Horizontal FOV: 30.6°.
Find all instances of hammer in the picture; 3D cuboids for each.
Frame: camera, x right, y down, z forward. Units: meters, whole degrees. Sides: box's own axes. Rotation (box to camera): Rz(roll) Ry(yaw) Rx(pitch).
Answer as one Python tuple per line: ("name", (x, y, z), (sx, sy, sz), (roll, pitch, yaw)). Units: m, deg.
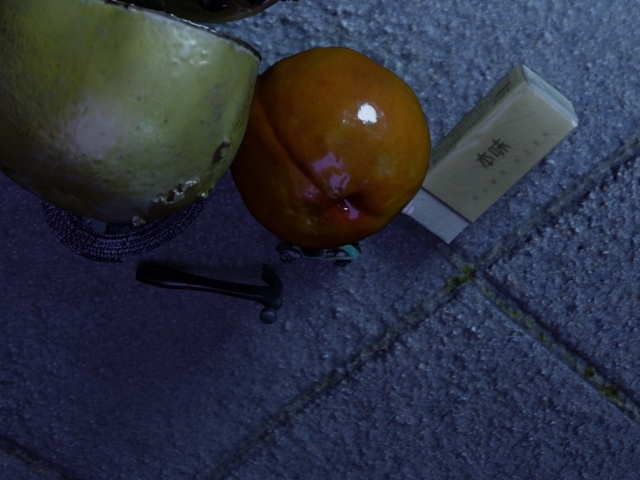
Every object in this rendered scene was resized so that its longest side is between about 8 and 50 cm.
("hammer", (-0.212, 0.082, 2.244), (0.289, 0.137, 0.037), (11, 126, 5))

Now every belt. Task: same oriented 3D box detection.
("belt", (-0.344, -0.103, 2.086), (0.324, 0.122, 0.260), (-32, 126, 17))

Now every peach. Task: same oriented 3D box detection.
("peach", (0.018, -0.150, 1.962), (0.342, 0.302, 0.343), (-1, 126, -2))

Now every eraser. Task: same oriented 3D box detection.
("eraser", (0.295, -0.152, 2.118), (0.144, 0.078, 0.343), (32, 118, -23))

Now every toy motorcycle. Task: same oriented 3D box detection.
("toy motorcycle", (0.000, 0.000, 2.222), (0.173, 0.058, 0.100), (-1, 119, -5))

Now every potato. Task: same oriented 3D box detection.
("potato", (-0.336, -0.195, 1.795), (0.442, 0.385, 0.320), (17, 87, -12))

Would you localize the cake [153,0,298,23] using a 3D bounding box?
("cake", (-0.136, -0.457, 1.693), (0.332, 0.321, 0.332), (-9, 123, -15))
